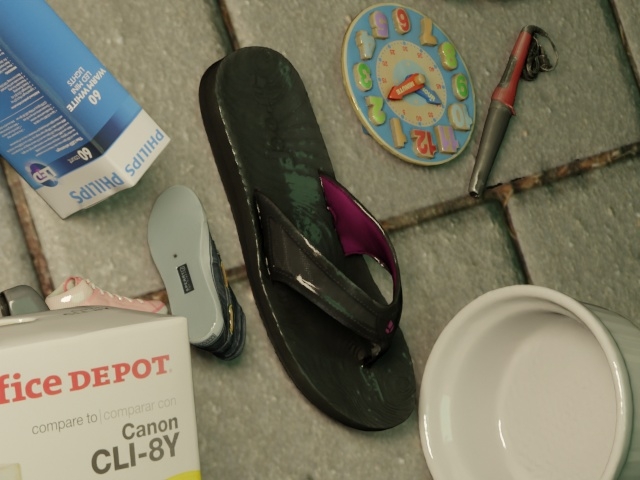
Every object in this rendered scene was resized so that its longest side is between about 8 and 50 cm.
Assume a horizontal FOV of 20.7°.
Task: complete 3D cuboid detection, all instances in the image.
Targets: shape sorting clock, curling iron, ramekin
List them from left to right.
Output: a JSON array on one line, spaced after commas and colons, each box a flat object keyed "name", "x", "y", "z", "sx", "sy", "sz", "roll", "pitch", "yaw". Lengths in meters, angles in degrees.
[{"name": "shape sorting clock", "x": 0.108, "y": -0.187, "z": 2.079, "sx": 0.206, "sy": 0.040, "sz": 0.206, "roll": 13, "pitch": 68, "yaw": -37}, {"name": "curling iron", "x": 0.237, "y": -0.163, "z": 2.183, "sx": 0.068, "sy": 0.035, "sz": 0.274, "roll": 41, "pitch": 54, "yaw": -23}, {"name": "ramekin", "x": 0.255, "y": 0.191, "z": 1.938, "sx": 0.135, "sy": 0.277, "sz": 0.277, "roll": 8, "pitch": 71, "yaw": -46}]

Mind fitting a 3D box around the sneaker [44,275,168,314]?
[{"name": "sneaker", "x": -0.212, "y": 0.062, "z": 1.725, "sx": 0.134, "sy": 0.051, "sz": 0.070, "roll": -18, "pitch": 93, "yaw": -38}]

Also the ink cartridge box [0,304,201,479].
[{"name": "ink cartridge box", "x": -0.249, "y": 0.263, "z": 1.505, "sx": 0.279, "sy": 0.160, "sz": 0.384, "roll": -8, "pitch": 95, "yaw": -40}]

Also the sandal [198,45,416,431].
[{"name": "sandal", "x": -0.002, "y": -0.001, "z": 1.883, "sx": 0.167, "sy": 0.107, "sz": 0.445, "roll": -25, "pitch": 93, "yaw": -42}]

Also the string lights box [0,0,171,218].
[{"name": "string lights box", "x": -0.282, "y": -0.149, "z": 1.678, "sx": 0.259, "sy": 0.133, "sz": 0.077, "roll": 48, "pitch": 51, "yaw": -19}]

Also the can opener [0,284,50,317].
[{"name": "can opener", "x": -0.320, "y": 0.016, "z": 1.626, "sx": 0.095, "sy": 0.076, "sz": 0.283, "roll": -19, "pitch": 89, "yaw": -25}]

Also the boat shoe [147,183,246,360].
[{"name": "boat shoe", "x": -0.127, "y": 0.036, "z": 1.806, "sx": 0.083, "sy": 0.065, "sz": 0.183, "roll": 45, "pitch": 28, "yaw": -60}]
